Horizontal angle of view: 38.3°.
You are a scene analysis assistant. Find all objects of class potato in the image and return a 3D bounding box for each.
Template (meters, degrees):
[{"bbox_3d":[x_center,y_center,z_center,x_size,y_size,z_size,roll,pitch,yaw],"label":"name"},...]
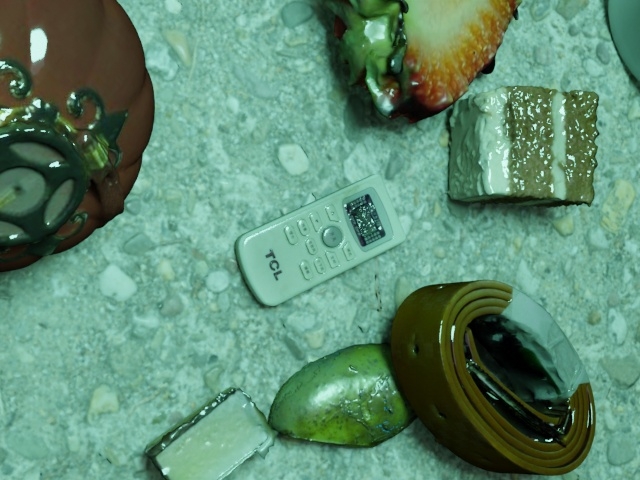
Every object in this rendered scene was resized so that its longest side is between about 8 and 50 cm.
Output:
[{"bbox_3d":[0.042,0.177,1.021,0.198,0.054,0.119,-1,92,-20],"label":"potato"},{"bbox_3d":[-0.114,0.211,0.959,0.122,0.061,0.086,-35,100,-19],"label":"potato"}]

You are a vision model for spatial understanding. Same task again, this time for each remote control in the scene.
[{"bbox_3d":[0.000,0.000,1.020,0.190,0.029,0.087,-25,97,-18],"label":"remote control"}]

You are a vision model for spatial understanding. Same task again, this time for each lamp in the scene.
[{"bbox_3d":[-0.292,-0.112,0.791,0.303,0.257,0.303,-20,135,-22],"label":"lamp"}]

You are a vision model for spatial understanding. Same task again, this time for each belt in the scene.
[{"bbox_3d":[0.195,0.150,1.024,0.261,0.105,0.184,38,62,-22],"label":"belt"}]

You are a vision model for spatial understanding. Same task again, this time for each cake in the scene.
[{"bbox_3d":[0.227,-0.104,1.054,0.147,0.134,0.135,0,89,-11],"label":"cake"}]

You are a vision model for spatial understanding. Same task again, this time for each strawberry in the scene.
[{"bbox_3d":[0.119,-0.271,1.033,0.306,0.137,0.233,-36,121,-42],"label":"strawberry"}]

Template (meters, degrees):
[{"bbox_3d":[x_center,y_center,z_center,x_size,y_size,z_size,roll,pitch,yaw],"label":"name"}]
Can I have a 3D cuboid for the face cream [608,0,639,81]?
[{"bbox_3d":[0.484,-0.289,1.108,0.187,0.201,0.201,-27,98,-18],"label":"face cream"}]
